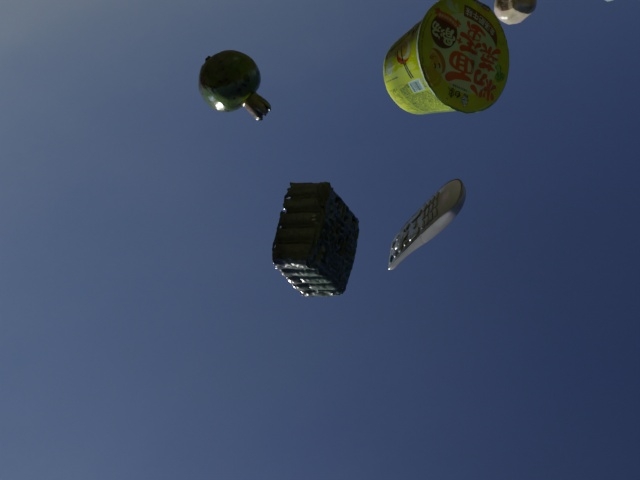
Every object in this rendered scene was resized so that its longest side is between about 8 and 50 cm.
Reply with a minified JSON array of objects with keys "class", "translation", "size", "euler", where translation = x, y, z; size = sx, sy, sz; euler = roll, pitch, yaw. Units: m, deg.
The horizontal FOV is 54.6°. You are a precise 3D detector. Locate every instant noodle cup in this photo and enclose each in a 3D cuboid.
[{"class":"instant noodle cup","translation":[0.327,-0.481,1.687],"size":[0.311,0.311,0.221],"euler":[-34,-165,-23]}]

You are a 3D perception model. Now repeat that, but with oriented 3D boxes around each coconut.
[{"class":"coconut","translation":[0.541,-0.666,1.740],"size":[0.110,0.110,0.124],"euler":[-33,-176,-22]}]

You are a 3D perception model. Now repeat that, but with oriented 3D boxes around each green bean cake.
[{"class":"green bean cake","translation":[0.000,0.000,1.133],"size":[0.094,0.181,0.173],"euler":[0,-118,27]}]

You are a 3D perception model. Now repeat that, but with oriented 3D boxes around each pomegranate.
[{"class":"pomegranate","translation":[-0.256,-0.466,1.887],"size":[0.202,0.248,0.202],"euler":[-43,-171,8]}]

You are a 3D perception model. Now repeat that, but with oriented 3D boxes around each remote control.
[{"class":"remote control","translation":[0.183,-0.023,1.073],"size":[0.044,0.229,0.073],"euler":[22,-130,-14]}]
